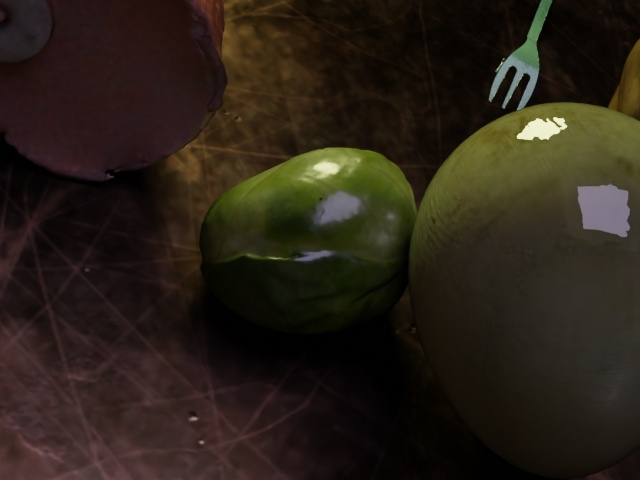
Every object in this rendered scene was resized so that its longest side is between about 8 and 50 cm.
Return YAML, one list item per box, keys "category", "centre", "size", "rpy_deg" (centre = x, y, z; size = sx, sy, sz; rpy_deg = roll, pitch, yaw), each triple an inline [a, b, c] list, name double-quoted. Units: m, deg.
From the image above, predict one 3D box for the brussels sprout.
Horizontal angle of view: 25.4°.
- category: "brussels sprout"
  centre: [0.004, -0.001, 1.053]
  size: [0.183, 0.145, 0.131]
  rpy_deg: [-21, 95, -28]

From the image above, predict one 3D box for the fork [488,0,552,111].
- category: "fork"
  centre: [0.207, -0.208, 1.360]
  size: [0.039, 0.021, 0.235]
  rpy_deg: [31, 51, -7]

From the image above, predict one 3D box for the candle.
- category: "candle"
  centre: [-0.211, -0.195, 0.994]
  size: [0.317, 0.287, 0.131]
  rpy_deg: [11, 49, -15]

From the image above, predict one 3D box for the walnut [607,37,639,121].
- category: "walnut"
  centre: [0.400, -0.050, 1.160]
  size: [0.384, 0.383, 0.383]
  rpy_deg: [12, 54, -17]

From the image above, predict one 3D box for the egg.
- category: "egg"
  centre: [0.174, 0.044, 1.015]
  size: [0.218, 0.295, 0.218]
  rpy_deg: [-6, 32, 4]
